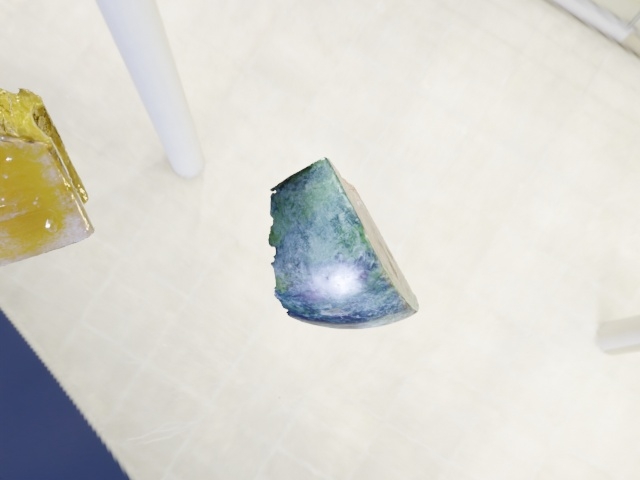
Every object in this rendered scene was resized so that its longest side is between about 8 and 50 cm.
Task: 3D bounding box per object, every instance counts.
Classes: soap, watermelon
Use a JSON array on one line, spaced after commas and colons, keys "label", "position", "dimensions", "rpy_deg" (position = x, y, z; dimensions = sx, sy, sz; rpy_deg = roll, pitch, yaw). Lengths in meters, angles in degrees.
[{"label": "soap", "position": [-0.358, -0.078, 1.179], "dimensions": [0.160, 0.257, 0.080], "rpy_deg": [-18, -123, -4]}, {"label": "watermelon", "position": [0.000, 0.000, 1.281], "dimensions": [0.148, 0.318, 0.226], "rpy_deg": [-22, -126, 9]}]
